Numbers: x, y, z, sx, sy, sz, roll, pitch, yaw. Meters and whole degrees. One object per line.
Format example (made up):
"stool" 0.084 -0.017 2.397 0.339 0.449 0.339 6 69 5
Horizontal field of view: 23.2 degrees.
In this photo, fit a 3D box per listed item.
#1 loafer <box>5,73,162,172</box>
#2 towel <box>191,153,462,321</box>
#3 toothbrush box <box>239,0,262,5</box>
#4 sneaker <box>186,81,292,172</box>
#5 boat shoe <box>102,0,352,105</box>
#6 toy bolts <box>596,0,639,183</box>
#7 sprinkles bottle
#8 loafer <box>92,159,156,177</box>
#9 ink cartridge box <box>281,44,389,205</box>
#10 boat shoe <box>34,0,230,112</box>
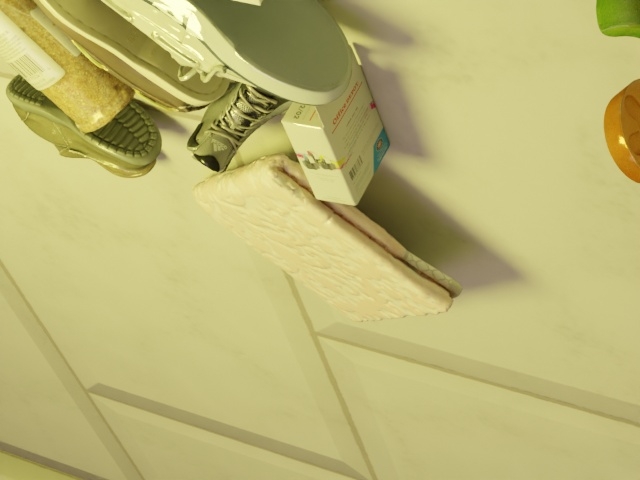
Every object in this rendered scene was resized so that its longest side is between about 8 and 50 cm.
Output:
"loafer" -0.322 -0.158 2.155 0.251 0.094 0.087 28 148 23
"towel" 0.000 0.000 2.096 0.317 0.053 0.332 36 163 -15
"toothbrush box" -0.155 -0.395 1.588 0.206 0.122 0.283 15 150 23
"sneaker" -0.095 -0.146 1.922 0.086 0.132 0.228 37 151 -13
"boat shoe" -0.133 -0.245 1.796 0.367 0.136 0.156 30 152 6
"toy bolts" 0.385 -0.148 1.435 0.228 0.218 0.158 25 151 -33
"sprinkles bottle" -0.386 -0.292 1.965 0.355 0.121 0.121 43 149 -24
"loafer" -0.303 -0.133 2.212 0.148 0.056 0.050 20 156 17
"ink cartridge box" 0.015 -0.141 1.859 0.061 0.104 0.181 11 146 28
"boat shoe" -0.259 -0.270 1.896 0.324 0.117 0.096 36 154 -16
